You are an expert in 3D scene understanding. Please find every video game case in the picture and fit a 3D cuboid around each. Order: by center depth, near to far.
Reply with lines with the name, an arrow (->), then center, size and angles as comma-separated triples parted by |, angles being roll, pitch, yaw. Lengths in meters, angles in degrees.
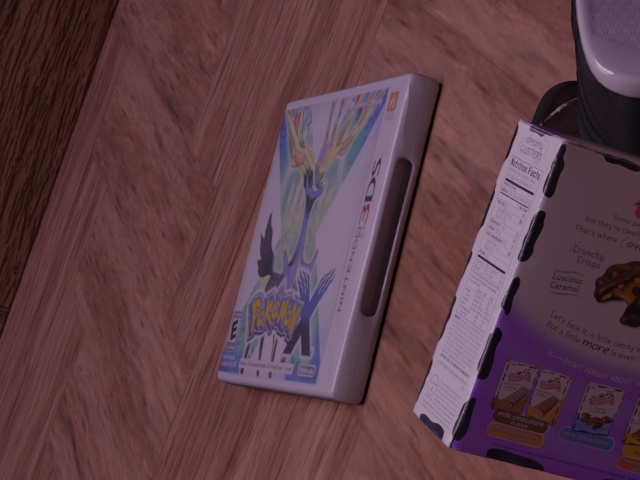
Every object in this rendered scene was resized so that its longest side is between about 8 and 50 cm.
video game case -> 0.000, 0.000, 1.888 | 0.329, 0.036, 0.299 | 177, 109, -70

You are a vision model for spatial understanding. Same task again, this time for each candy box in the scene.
candy box -> 0.170, 0.044, 1.203 | 0.196, 0.165, 0.070 | -71, 21, 8

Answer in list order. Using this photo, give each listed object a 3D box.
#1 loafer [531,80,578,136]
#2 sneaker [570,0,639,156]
loafer -> 0.167, -0.013, 1.380 | 0.078, 0.080, 0.220 | 166, 119, -68
sneaker -> 0.208, -0.155, 1.314 | 0.147, 0.105, 0.295 | 83, -170, -47
